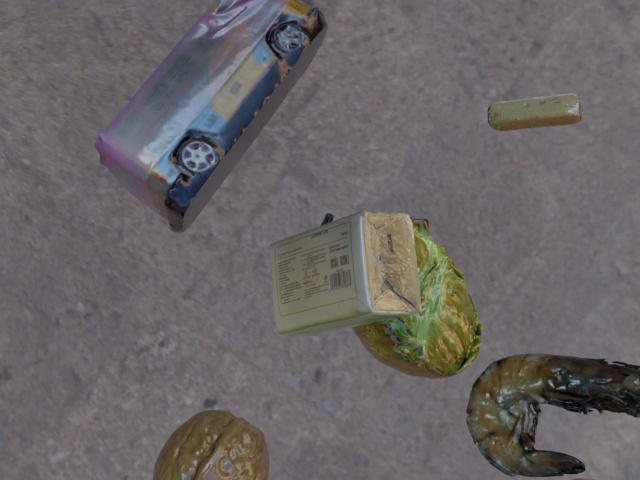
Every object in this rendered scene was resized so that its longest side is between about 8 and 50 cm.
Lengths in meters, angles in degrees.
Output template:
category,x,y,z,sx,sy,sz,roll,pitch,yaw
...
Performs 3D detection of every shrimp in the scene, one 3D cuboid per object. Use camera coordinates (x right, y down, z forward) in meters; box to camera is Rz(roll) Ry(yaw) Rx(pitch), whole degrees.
category,x,y,z,sx,sy,sz,roll,pitch,yaw
shrimp,0.422,0.309,1.434,0.071,0.364,0.233,45,56,-47

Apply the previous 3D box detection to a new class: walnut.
category,x,y,z,sx,sy,sz,roll,pitch,yaw
walnut,-0.190,0.404,1.441,0.213,0.213,0.213,-8,106,-27

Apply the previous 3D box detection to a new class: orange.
category,x,y,z,sx,sy,sz,roll,pitch,yaw
orange,0.157,0.120,1.585,0.196,0.263,0.334,-27,126,25

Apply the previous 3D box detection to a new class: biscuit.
category,x,y,z,sx,sy,sz,roll,pitch,yaw
biscuit,0.439,-0.265,1.707,0.052,0.187,0.056,36,57,-57

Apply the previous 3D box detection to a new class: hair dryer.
category,x,y,z,sx,sy,sz,roll,pitch,yaw
hair dryer,0.000,0.000,1.474,0.031,0.083,0.079,20,122,0

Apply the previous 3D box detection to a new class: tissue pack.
category,x,y,z,sx,sy,sz,roll,pitch,yaw
tissue pack,0.036,0.056,1.313,0.125,0.234,0.159,4,74,-40

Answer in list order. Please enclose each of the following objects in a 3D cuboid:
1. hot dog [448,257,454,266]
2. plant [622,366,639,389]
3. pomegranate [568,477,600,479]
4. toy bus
category,x,y,z,sx,sy,sz,roll,pitch,yaw
hot dog,0.267,0.104,1.783,0.044,0.028,0.137,-18,122,-44
plant,0.610,0.081,1.247,0.180,0.251,0.334,21,77,-36
pomegranate,0.442,0.498,1.374,0.207,0.207,0.207,-8,106,-27
toy bus,-0.155,-0.216,1.214,0.162,0.171,0.386,35,73,0
